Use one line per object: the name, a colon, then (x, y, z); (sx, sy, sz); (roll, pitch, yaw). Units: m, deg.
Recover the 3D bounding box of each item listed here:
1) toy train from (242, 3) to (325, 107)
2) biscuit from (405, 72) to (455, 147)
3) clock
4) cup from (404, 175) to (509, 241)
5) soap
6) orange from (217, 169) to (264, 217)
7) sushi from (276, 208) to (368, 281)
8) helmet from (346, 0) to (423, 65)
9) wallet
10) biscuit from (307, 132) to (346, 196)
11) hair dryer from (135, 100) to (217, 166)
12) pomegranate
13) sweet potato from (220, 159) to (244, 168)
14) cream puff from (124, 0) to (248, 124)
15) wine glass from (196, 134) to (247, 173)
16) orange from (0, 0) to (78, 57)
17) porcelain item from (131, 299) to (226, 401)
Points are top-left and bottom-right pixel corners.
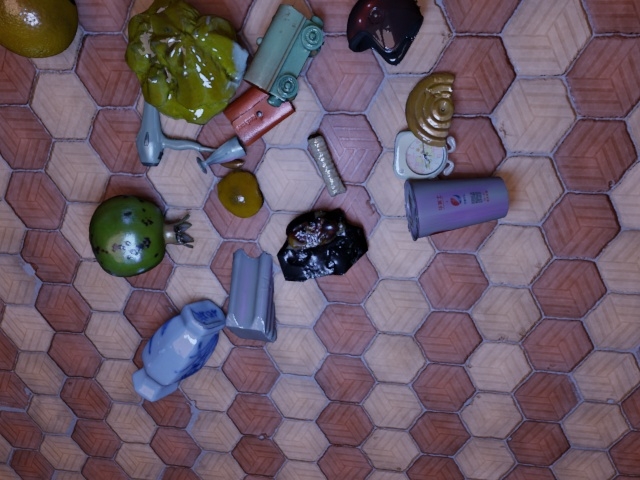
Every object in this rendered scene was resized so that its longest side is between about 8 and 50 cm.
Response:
toy train: (-0.108, -0.543, 1.264); (0.177, 0.116, 0.285); (28, 98, -11)
biscuit: (0.329, -0.401, 1.294); (0.144, 0.033, 0.224); (10, 91, 4)
clock: (0.328, -0.270, 1.362); (0.191, 0.062, 0.151); (3, 109, 6)
cup: (0.422, -0.113, 1.353); (0.288, 0.203, 0.203); (-9, 109, 4)
soap: (-0.246, 0.220, 1.626); (0.159, 0.258, 0.302); (1, 66, 7)
orange: (-0.273, -0.153, 1.462); (0.170, 0.112, 0.160); (19, 111, -13)
sushi: (-0.001, 0.000, 1.444); (0.227, 0.215, 0.212); (-8, 105, 32)
helmet: (0.177, -0.595, 1.195); (0.216, 0.189, 0.193); (-12, 99, 16)
wallet: (-0.200, -0.417, 1.384); (0.204, 0.045, 0.142); (-32, 104, 17)
biscuit: (0.021, -0.248, 1.413); (0.061, 0.055, 0.219); (-22, 106, 3)
hair dryer: (-0.493, -0.379, 1.434); (0.267, 0.092, 0.229); (-13, 102, -3)
pomegranate: (-0.617, -0.010, 1.464); (0.323, 0.291, 0.291); (6, 111, 5)
sweet potato: (-0.300, -0.260, 1.462); (0.095, 0.034, 0.034); (5, 111, 17)
cream puff: (-0.404, -0.526, 1.249); (0.378, 0.275, 0.378); (3, 112, 7)
wine glass: (-0.327, -0.280, 1.422); (0.155, 0.073, 0.073); (-27, 105, 5)
orange: (-0.859, -0.682, 1.256); (0.274, 0.274, 0.274); (2, 110, 6)
porcelain item: (-0.531, 0.416, 1.627); (0.178, 0.242, 0.405); (46, 109, 17)
